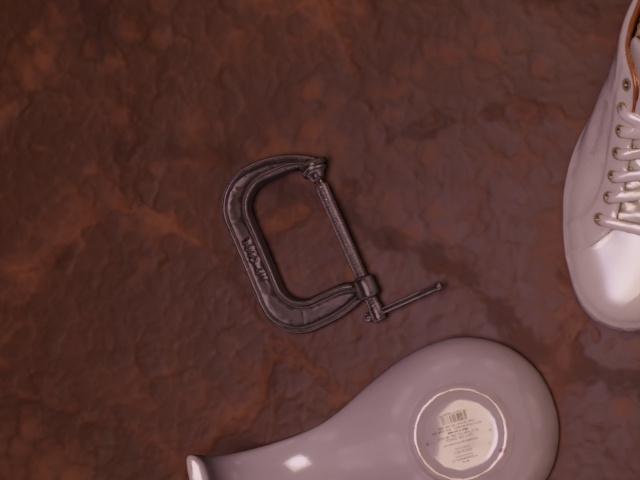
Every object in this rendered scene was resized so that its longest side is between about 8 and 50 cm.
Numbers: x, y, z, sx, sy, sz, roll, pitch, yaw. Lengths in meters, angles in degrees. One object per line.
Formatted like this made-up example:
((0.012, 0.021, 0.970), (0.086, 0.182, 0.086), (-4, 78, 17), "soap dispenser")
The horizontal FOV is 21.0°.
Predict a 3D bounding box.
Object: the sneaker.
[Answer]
((0.230, -0.077, 1.220), (0.106, 0.123, 0.290), (11, 93, 13), "sneaker")

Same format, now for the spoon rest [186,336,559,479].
((0.041, 0.155, 1.297), (0.276, 0.084, 0.137), (-12, 87, 1), "spoon rest")

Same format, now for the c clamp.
((0.000, 0.000, 1.332), (0.137, 0.022, 0.161), (-31, 83, 17), "c clamp")
